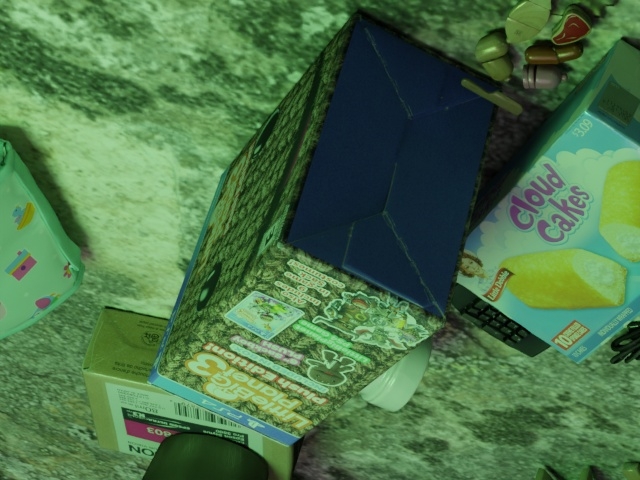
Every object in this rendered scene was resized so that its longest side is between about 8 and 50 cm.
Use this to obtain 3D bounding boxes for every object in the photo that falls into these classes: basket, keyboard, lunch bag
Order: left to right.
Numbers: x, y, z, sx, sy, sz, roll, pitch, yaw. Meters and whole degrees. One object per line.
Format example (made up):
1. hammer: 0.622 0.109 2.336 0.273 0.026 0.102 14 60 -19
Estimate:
1. lunch bag: -0.380 0.007 1.555 0.262 0.160 0.223 -18 142 1
2. basket: -0.143 0.338 1.732 0.204 0.227 0.154 26 147 -16
3. keyboard: 0.266 0.040 1.448 0.201 0.033 0.317 25 147 -14

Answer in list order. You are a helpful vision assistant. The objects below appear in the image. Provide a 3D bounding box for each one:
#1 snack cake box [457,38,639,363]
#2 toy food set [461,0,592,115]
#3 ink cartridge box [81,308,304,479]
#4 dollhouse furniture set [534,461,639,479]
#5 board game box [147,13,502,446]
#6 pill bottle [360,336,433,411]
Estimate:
1. snack cake box: 0.222 -0.024 1.285 0.152 0.089 0.264 32 145 -3
2. toy food set: 0.164 -0.147 1.221 0.078 0.019 0.122 27 138 -17
3. ink cartridge box: -0.135 0.178 1.780 0.234 0.088 0.193 10 146 7
4. dollhouse furniture set: 0.346 0.371 1.704 0.262 0.259 0.135 -4 133 31
5. board game box: 0.000 0.000 1.316 0.141 0.232 0.291 26 146 -13
6. pill bottle: -0.009 0.082 1.545 0.221 0.124 0.124 25 147 -14
